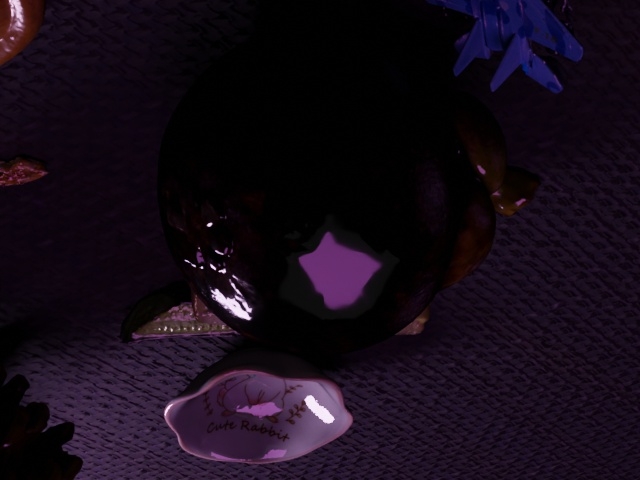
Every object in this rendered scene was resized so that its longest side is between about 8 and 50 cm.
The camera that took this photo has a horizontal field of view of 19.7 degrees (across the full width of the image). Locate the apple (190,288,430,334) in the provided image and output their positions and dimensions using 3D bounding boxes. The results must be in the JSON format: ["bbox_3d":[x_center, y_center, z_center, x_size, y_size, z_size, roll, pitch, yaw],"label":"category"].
[{"bbox_3d":[0.000,0.000,1.861,0.265,0.120,0.193,4,136,-20],"label":"apple"}]

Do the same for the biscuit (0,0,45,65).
[{"bbox_3d":[-0.307,-0.194,1.563,0.144,0.033,0.224,8,148,-19],"label":"biscuit"}]

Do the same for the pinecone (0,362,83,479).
[{"bbox_3d":[-0.471,0.259,2.042,0.384,0.384,0.384,-4,150,-2],"label":"pinecone"}]

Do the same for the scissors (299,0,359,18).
[{"bbox_3d":[-0.034,-0.253,1.505,0.248,0.017,0.144,21,148,-34],"label":"scissors"}]

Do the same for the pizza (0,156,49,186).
[{"bbox_3d":[-0.306,-0.066,1.796,0.083,0.016,0.037,-3,143,-1],"label":"pizza"}]

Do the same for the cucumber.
[{"bbox_3d":[-0.119,0.073,2.037,0.220,0.046,0.070,-6,148,-2],"label":"cucumber"}]

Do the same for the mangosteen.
[{"bbox_3d":[0.007,-0.059,1.626,0.297,0.313,0.297,31,152,18],"label":"mangosteen"}]

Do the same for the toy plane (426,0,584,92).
[{"bbox_3d":[0.148,-0.231,1.517,0.169,0.078,0.246,26,139,32],"label":"toy plane"}]

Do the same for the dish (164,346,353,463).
[{"bbox_3d":[-0.075,0.182,2.196,0.229,0.081,0.229,-3,146,-2],"label":"dish"}]
